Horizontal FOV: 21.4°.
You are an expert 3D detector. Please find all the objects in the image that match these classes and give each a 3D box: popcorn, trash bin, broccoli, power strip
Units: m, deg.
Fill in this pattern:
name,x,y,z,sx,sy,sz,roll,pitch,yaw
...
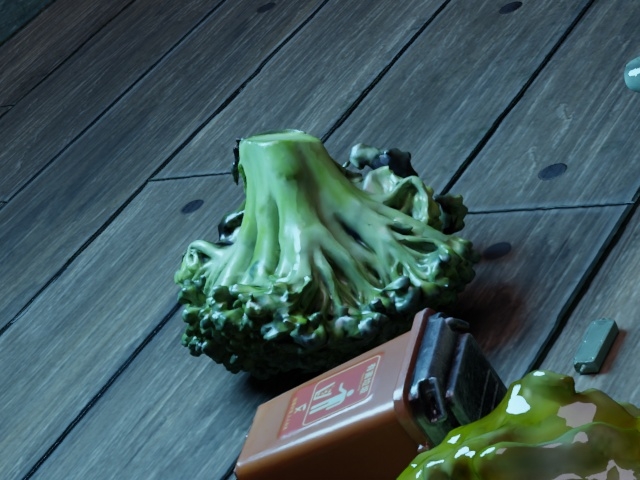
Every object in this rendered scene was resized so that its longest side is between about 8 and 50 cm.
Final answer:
name,x,y,z,sx,sy,sz,roll,pitch,yaw
popcorn,0.216,0.239,1.268,0.292,0.294,0.334,13,13,-29
trash bin,0.060,0.197,1.557,0.238,0.184,0.161,-24,24,27
broccoli,0.003,0.024,1.865,0.324,0.272,0.334,10,10,-19
power strip,0.273,0.106,1.689,0.027,0.017,0.083,-7,31,34

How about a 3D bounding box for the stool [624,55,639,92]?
name,x,y,z,sx,sy,sz,roll,pitch,yaw
stool,0.465,-0.172,1.845,0.198,0.195,0.195,-10,30,33
